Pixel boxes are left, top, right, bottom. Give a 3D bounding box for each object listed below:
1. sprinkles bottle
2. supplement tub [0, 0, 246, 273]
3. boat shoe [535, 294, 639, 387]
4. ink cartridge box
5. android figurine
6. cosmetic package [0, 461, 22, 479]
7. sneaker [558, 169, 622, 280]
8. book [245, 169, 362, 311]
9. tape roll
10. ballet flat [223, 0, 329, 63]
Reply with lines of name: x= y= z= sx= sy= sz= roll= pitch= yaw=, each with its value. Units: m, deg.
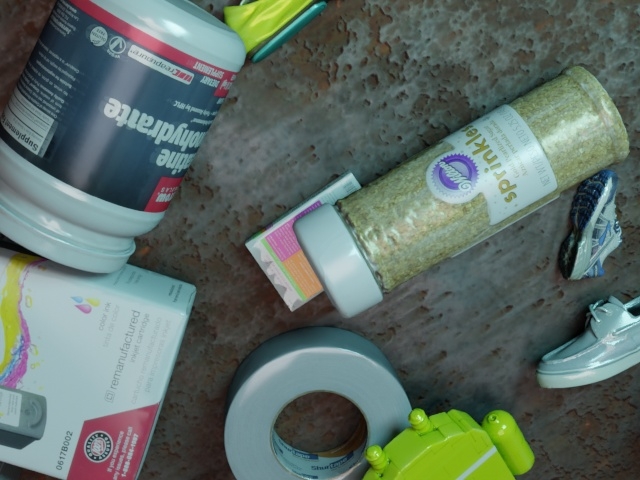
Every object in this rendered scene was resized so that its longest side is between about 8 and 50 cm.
sprinkles bottle: x=0.148 y=-0.053 z=1.162 sx=0.355 sy=0.121 sz=0.121 roll=-30 pitch=106 yaw=-2
supplement tub: x=-0.213 y=-0.124 z=1.093 sx=0.191 sy=0.191 sz=0.272 roll=27 pitch=102 yaw=-11
boat shoe: x=0.348 y=0.100 z=1.266 sx=0.227 sy=0.079 sz=0.081 roll=-22 pitch=100 yaw=-4
ink cartridge box: x=-0.314 y=0.118 z=1.176 sx=0.306 sy=0.131 sz=0.226 roll=17 pitch=101 yaw=-7
android figurine: x=0.139 y=0.298 z=1.258 sx=0.248 sy=0.056 sz=0.273 roll=-40 pitch=128 yaw=-5
cosmetic package: x=-0.454 y=0.315 z=1.234 sx=0.238 sy=0.127 sz=0.107 roll=-42 pitch=105 yaw=5
sneaker: x=0.319 y=-0.017 z=1.244 sx=0.058 sy=0.052 sz=0.135 roll=7 pitch=113 yaw=-17
book: x=0.000 y=0.000 z=1.228 sx=0.144 sy=0.035 sz=0.096 roll=-33 pitch=105 yaw=3
tape roll: x=-0.003 y=0.213 z=1.267 sx=0.219 sy=0.072 sz=0.219 roll=-1 pitch=107 yaw=-5
ballet flat: x=-0.001 y=-0.275 z=1.132 sx=0.231 sy=0.077 sz=0.077 roll=-32 pitch=89 yaw=7
